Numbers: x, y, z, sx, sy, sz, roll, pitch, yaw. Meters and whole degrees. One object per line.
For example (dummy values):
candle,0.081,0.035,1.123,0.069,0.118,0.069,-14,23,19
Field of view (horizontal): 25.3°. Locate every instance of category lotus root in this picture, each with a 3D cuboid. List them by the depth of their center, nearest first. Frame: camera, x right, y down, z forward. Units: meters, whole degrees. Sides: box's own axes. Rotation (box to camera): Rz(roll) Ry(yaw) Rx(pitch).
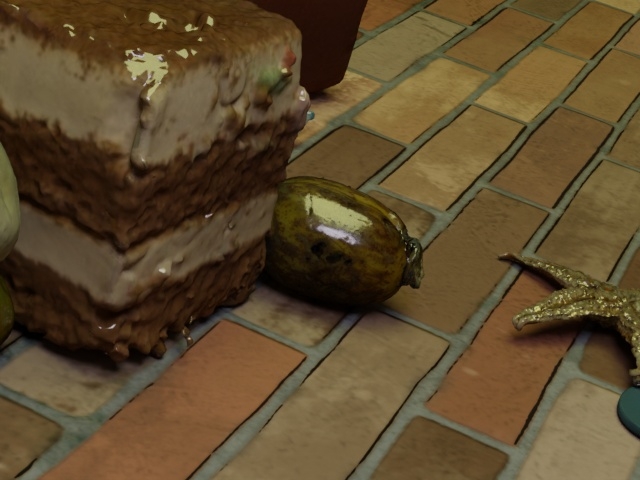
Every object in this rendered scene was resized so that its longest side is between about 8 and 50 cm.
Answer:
lotus root,0.000,0.000,1.371,0.210,0.120,0.120,21,26,6

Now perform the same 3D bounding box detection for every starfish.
starfish,0.292,0.069,1.458,0.295,0.048,0.231,25,25,28

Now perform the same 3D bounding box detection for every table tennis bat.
table tennis bat,0.343,0.161,1.346,0.100,0.019,0.155,30,30,34

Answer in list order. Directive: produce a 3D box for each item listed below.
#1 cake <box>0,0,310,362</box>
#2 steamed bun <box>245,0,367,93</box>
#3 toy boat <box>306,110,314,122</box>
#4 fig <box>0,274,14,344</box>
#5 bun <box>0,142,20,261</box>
cake,-0.192,-0.082,1.237,0.282,0.290,0.256,23,25,22
steamed bun,-0.132,-0.310,1.775,0.248,0.235,0.379,36,32,30
toy boat,-0.068,-0.130,1.639,0.059,0.069,0.173,13,22,31
fig,-0.282,0.044,1.140,0.082,0.098,0.084,15,27,-4
bun,-0.334,-0.059,1.038,0.259,0.160,0.259,19,17,-6
